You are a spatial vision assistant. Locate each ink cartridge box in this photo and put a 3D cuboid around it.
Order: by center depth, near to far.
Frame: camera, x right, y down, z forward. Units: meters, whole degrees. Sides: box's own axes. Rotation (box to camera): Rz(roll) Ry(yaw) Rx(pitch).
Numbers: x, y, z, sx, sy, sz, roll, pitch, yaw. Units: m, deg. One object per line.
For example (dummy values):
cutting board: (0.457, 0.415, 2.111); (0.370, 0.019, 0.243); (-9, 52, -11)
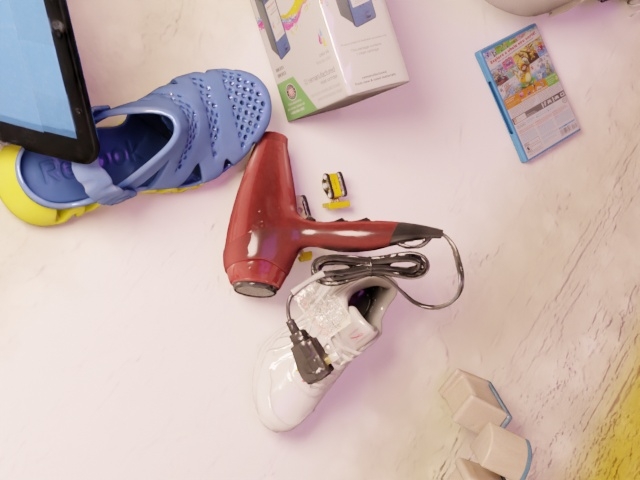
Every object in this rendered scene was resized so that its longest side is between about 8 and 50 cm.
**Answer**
ink cartridge box: (-0.001, -0.261, 1.213); (0.093, 0.154, 0.213); (-18, 94, -30)

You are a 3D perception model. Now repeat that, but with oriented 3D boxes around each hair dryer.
hair dryer: (0.000, 0.000, 1.178); (0.223, 0.080, 0.294); (-33, 74, -10)

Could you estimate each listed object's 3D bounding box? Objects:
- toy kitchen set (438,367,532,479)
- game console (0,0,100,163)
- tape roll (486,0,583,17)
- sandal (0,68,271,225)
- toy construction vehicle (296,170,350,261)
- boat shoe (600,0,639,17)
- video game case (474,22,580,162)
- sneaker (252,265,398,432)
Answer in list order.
toy kitchen set: (0.178, 0.298, 1.307); (0.122, 0.166, 0.207); (28, 107, -24)
game console: (-0.358, -0.178, 0.893); (0.250, 0.173, 0.293); (-24, 130, -23)
tape roll: (0.254, -0.491, 1.395); (0.392, 0.072, 0.392); (14, 68, -39)
sandal: (-0.174, -0.104, 1.103); (0.317, 0.138, 0.126); (-28, 96, -32)
toy construction vehicle: (-0.003, -0.028, 1.257); (0.085, 0.035, 0.098); (-12, 82, -32)
boat shoe: (0.493, -0.395, 1.564); (0.254, 0.095, 0.079); (-28, 87, -39)
video game case: (0.291, -0.207, 1.462); (0.119, 0.015, 0.166); (-30, 99, -29)
sneaker: (0.008, 0.116, 1.194); (0.090, 0.115, 0.232); (41, 65, -20)
